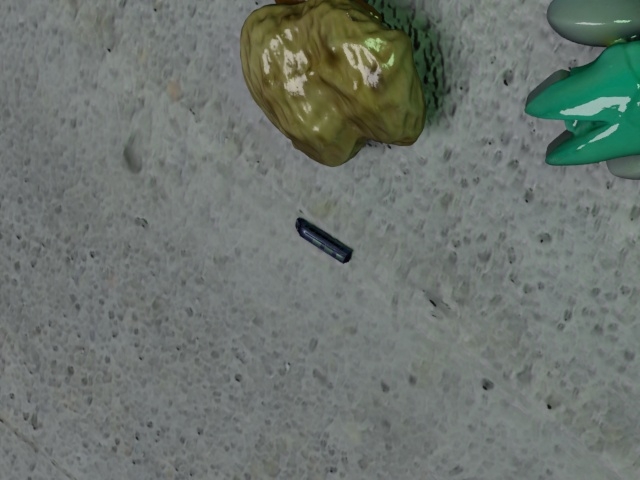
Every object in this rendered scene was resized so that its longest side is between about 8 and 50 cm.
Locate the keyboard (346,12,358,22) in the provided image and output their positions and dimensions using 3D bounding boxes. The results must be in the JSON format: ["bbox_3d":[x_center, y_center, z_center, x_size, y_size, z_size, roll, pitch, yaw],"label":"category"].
[{"bbox_3d":[0.155,-0.315,1.546,0.381,0.041,0.103,-31,100,28],"label":"keyboard"}]

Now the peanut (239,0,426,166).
[{"bbox_3d":[0.016,-0.172,1.776,0.233,0.110,0.196,-10,117,42],"label":"peanut"}]

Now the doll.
[{"bbox_3d":[0.321,-0.136,1.533,0.258,0.153,0.194,7,110,10],"label":"doll"}]

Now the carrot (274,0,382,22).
[{"bbox_3d":[0.003,-0.257,1.802,0.142,0.035,0.035,15,123,29],"label":"carrot"}]

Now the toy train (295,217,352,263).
[{"bbox_3d":[0.000,0.000,1.962,0.083,0.017,0.017,32,130,23],"label":"toy train"}]
